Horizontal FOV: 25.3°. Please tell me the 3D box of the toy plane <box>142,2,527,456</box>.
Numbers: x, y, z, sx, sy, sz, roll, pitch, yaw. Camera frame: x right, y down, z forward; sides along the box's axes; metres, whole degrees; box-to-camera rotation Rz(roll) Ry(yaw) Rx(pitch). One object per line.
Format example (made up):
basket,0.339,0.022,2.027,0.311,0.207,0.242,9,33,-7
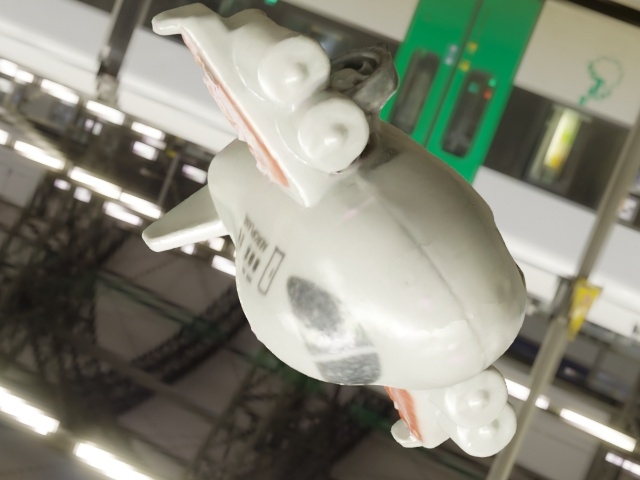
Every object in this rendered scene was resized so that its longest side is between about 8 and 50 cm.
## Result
toy plane,0.003,-0.002,0.648,0.252,0.118,0.252,51,168,16
